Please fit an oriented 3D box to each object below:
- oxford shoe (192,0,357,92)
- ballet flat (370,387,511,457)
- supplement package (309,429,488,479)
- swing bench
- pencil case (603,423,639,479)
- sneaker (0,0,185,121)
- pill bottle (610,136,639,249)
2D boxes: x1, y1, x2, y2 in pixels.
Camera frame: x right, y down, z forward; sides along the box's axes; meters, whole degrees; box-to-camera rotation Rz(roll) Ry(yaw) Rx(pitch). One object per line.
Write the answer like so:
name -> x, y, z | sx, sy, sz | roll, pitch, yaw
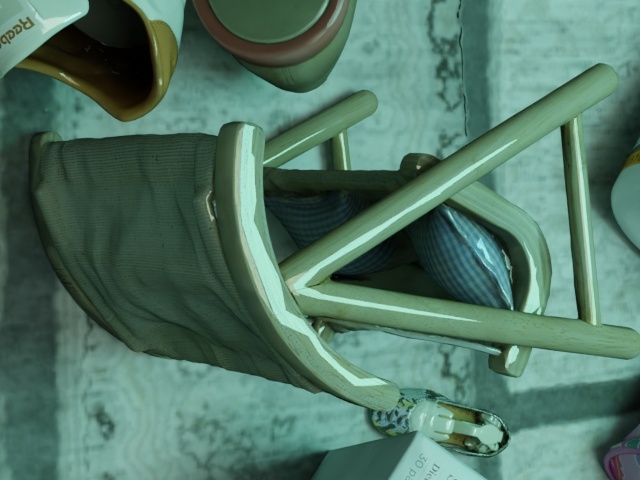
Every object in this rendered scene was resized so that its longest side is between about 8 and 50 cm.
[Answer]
oxford shoe -> -0.029, -0.260, 0.910 | 0.123, 0.130, 0.348 | 2, 78, 8
ballet flat -> 0.090, 0.129, 1.032 | 0.114, 0.041, 0.041 | 16, 84, -32
supplement package -> 0.018, 0.266, 0.877 | 0.145, 0.204, 0.262 | 36, 73, -6
swing bench -> 0.000, 0.000, 0.841 | 0.255, 0.253, 0.165 | -12, 99, -31
pencil case -> 0.344, 0.106, 1.144 | 0.284, 0.124, 0.124 | -48, 115, -22
sneaker -> -0.173, -0.163, 0.732 | 0.290, 0.106, 0.123 | 34, 35, -36
pill bottle -> 0.349, -0.105, 1.110 | 0.162, 0.162, 0.278 | 40, 72, -27
